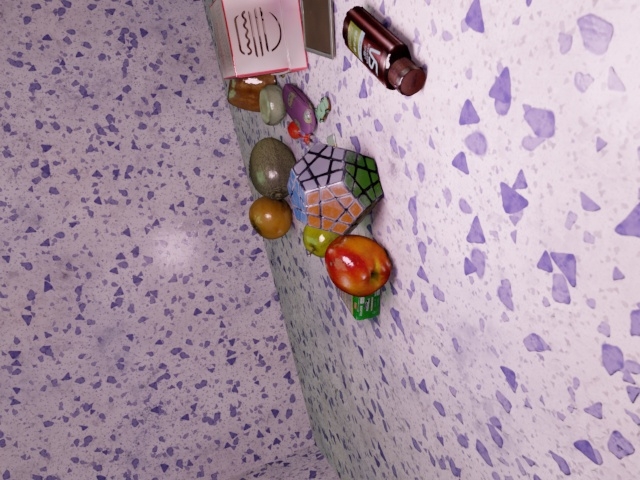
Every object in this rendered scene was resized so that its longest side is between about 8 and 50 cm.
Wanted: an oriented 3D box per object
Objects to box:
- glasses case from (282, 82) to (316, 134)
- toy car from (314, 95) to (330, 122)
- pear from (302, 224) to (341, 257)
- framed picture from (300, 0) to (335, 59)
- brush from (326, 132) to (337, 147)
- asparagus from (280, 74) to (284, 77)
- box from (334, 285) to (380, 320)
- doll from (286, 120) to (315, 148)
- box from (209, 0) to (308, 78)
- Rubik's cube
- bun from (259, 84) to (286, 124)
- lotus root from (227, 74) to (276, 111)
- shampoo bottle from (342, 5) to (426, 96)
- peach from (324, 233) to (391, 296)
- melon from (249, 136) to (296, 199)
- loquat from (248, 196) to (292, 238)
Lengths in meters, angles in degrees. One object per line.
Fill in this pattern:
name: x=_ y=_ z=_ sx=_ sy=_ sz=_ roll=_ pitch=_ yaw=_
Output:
glasses case: x=-0.093 y=-0.562 z=1.940 sx=0.316 sy=0.075 sz=0.123 roll=-122 pitch=24 yaw=-44
toy car: x=0.012 y=-0.496 z=1.730 sx=0.122 sy=0.035 sz=0.059 roll=-42 pitch=63 yaw=62
pear: x=0.000 y=0.000 z=1.877 sx=0.180 sy=0.216 sz=0.166 roll=30 pitch=144 yaw=21
framed picture: x=-0.009 y=-0.768 z=1.597 sx=0.296 sy=0.019 sz=0.232 roll=-128 pitch=29 yaw=-54
brush: x=0.062 y=-0.301 z=1.776 sx=0.082 sy=0.010 sz=0.218 roll=-178 pitch=73 yaw=-72
asparagus: x=-0.190 y=-0.794 z=2.156 sx=0.108 sy=0.021 sz=0.025 roll=-120 pitch=27 yaw=-44
box: x=0.136 y=0.170 z=1.776 sx=0.250 sy=0.103 sz=0.180 roll=-123 pitch=24 yaw=-50
doll: x=-0.094 y=-0.479 z=2.015 sx=0.227 sy=0.075 sz=0.102 roll=43 pitch=131 yaw=44
box: x=-0.254 y=-0.825 z=1.847 sx=0.312 sy=0.300 sz=0.314 roll=-142 pitch=41 yaw=-63
Rubik's cube: x=0.045 y=-0.167 z=1.498 sx=0.319 sy=0.264 sz=0.319 roll=165 pitch=90 yaw=-73
bun: x=-0.224 y=-0.651 z=2.221 sx=0.195 sy=0.118 sz=0.195 roll=170 pitch=90 yaw=-69
lotus root: x=-0.362 y=-0.829 z=2.373 sx=0.316 sy=0.250 sz=0.316 roll=176 pitch=90 yaw=-77
shampoo bottle: x=0.157 y=-0.484 z=1.186 sx=0.129 sy=0.084 sz=0.323 roll=91 pitch=157 yaw=-50
peach: x=0.114 y=0.078 z=1.541 sx=0.199 sy=0.243 sz=0.243 roll=-63 pitch=27 yaw=7
melon: x=-0.238 y=-0.362 z=2.299 sx=0.248 sy=0.248 sz=0.329 roll=112 pitch=144 yaw=-63
loquat: x=-0.290 y=-0.133 z=2.640 sx=0.263 sy=0.263 sz=0.263 roll=165 pitch=90 yaw=-73
